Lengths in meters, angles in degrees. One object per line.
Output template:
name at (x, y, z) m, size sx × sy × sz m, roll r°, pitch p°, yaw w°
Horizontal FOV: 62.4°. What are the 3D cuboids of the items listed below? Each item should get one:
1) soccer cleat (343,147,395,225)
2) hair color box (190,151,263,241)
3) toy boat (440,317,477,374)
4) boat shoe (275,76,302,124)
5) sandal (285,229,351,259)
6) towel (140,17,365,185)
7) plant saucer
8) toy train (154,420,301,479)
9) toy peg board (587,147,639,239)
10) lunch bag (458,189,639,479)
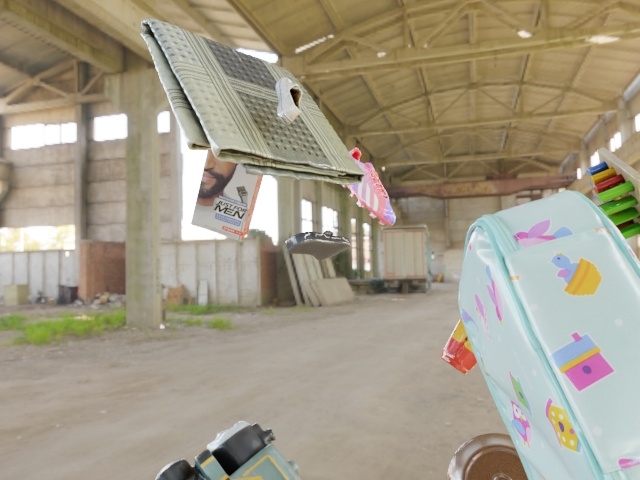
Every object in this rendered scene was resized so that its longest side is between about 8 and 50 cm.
soccer cleat at (0.114, -0.133, 1.276) m, size 0.083 × 0.095 × 0.248 m, roll 36°, pitch 13°, yaw -49°
hair color box at (-0.150, -0.093, 0.881) m, size 0.093 × 0.167 × 0.053 m, roll 18°, pitch 21°, yaw 1°
toy boat at (0.332, 0.193, 0.796) m, size 0.318 × 0.148 × 0.267 m, roll 36°, pitch -3°, yaw -15°
boat shoe at (-0.040, -0.203, 0.744) m, size 0.035 × 0.100 × 0.035 m, roll -30°, pitch -52°, yaw 24°
sandal at (0.000, 0.000, 1.292) m, size 0.097 × 0.054 × 0.254 m, roll -26°, pitch -17°, yaw 19°
towel at (-0.108, -0.212, 0.863) m, size 0.312 × 0.324 × 0.056 m, roll 4°, pitch -45°, yaw -46°
plant saucer at (0.333, 0.453, 0.971) m, size 0.198 × 0.199 × 0.036 m, roll -2°, pitch -32°, yaw 13°
toy train at (-0.061, 0.388, 0.653) m, size 0.190 × 0.334 × 0.142 m, roll -32°, pitch -25°, yaw -30°
toy peg board at (0.608, -0.085, 1.108) m, size 0.079 × 0.161 × 0.161 m, roll -24°, pitch 29°, yaw 11°
lunch bag at (0.207, 0.122, 0.444) m, size 0.108 × 0.279 × 0.224 m, roll -14°, pitch -30°, yaw -1°
